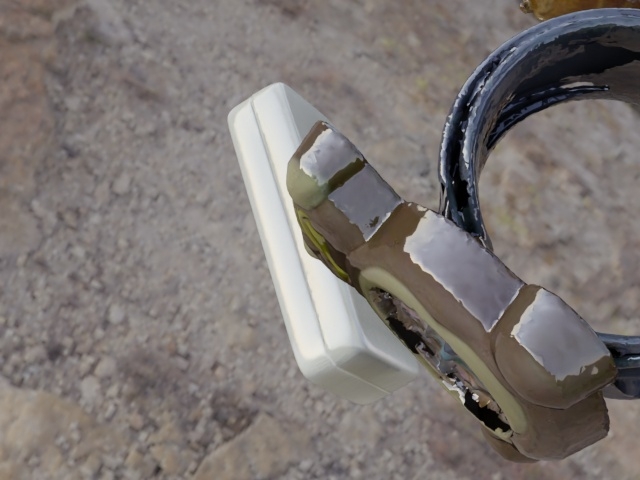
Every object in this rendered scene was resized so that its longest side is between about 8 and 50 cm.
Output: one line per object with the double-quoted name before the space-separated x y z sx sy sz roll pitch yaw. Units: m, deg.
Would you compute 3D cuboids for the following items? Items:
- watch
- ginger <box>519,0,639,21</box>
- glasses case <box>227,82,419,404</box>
"watch" 0.192 -0.030 1.031 0.327 0.314 0.335 -43 73 -9
"ginger" 0.418 -0.354 1.563 0.274 0.357 0.152 37 -7 2
"glasses case" 0.000 0.000 1.277 0.131 0.070 0.312 33 34 -54
